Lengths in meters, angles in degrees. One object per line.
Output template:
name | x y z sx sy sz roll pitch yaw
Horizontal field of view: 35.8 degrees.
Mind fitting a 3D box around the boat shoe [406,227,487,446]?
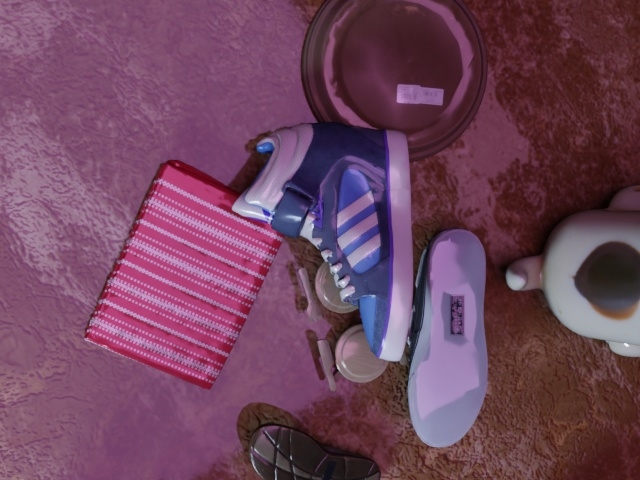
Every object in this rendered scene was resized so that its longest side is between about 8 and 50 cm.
boat shoe | 0.171 0.136 1.419 0.113 0.105 0.306 0 88 -9

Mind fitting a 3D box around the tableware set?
tableware set | 0.042 0.109 1.421 0.128 0.039 0.194 -17 101 -16

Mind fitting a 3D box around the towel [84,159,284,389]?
towel | -0.181 0.048 1.370 0.199 0.031 0.274 25 90 -15

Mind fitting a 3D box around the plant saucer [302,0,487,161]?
plant saucer | 0.113 -0.248 1.409 0.278 0.041 0.277 -1 95 -14

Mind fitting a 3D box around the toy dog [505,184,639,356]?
toy dog | 0.489 0.040 1.327 0.396 0.408 0.284 12 91 -14

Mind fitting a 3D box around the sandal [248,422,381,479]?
sandal | -0.012 0.314 1.419 0.219 0.060 0.090 19 96 -28

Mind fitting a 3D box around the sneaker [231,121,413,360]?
sneaker | 0.000 0.000 1.331 0.236 0.130 0.322 0 82 -1
